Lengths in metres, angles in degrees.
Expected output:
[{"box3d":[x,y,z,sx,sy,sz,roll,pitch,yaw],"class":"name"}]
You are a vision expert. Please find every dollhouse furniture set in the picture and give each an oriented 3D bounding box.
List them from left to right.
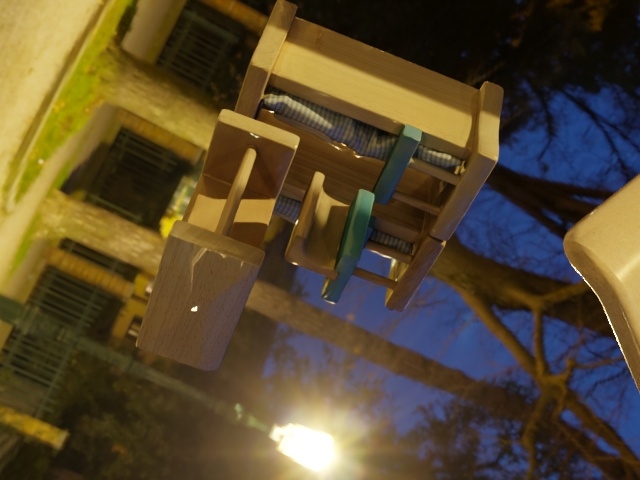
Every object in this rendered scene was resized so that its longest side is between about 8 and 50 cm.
[{"box3d":[0.000,0.000,0.450,0.184,0.129,0.129,-75,-173,-46],"class":"dollhouse furniture set"}]

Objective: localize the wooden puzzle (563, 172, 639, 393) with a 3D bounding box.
[{"box3d":[0.340,0.080,0.596,0.322,0.348,0.080,-32,-173,-33],"class":"wooden puzzle"}]
